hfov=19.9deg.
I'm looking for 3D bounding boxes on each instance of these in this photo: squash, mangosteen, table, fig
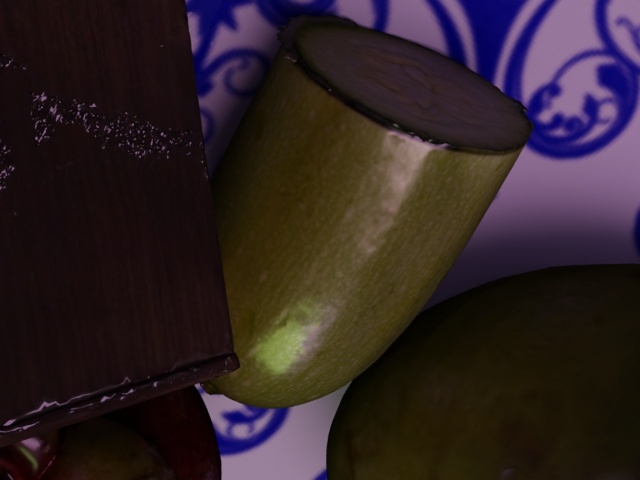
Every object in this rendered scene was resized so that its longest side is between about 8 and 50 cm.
[{"bbox_3d":[0.000,0.000,0.815,0.123,0.123,0.186,20,114,-23],"label":"squash"},{"bbox_3d":[-0.134,0.109,0.806,0.200,0.200,0.200,-6,122,-10],"label":"mangosteen"},{"bbox_3d":[-0.150,-0.044,0.705,0.172,0.169,0.193,-17,124,-17],"label":"table"},{"bbox_3d":[0.122,0.094,0.879,0.225,0.203,0.203,-49,129,-29],"label":"fig"}]
